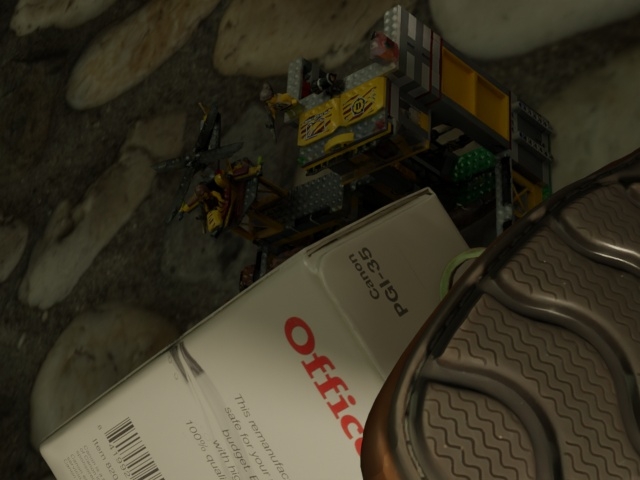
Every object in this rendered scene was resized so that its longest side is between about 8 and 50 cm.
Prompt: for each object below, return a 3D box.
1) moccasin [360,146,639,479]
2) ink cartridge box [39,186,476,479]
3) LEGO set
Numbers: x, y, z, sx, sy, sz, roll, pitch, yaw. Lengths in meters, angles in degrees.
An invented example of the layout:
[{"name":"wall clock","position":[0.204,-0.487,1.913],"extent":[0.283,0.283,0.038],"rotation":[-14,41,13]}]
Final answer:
[{"name":"moccasin","position":[0.144,0.023,0.530],"extent":[0.380,0.139,0.147],"rotation":[-40,-6,-44]},{"name":"ink cartridge box","position":[-0.003,0.131,0.661],"extent":[0.283,0.117,0.207],"rotation":[-36,85,43]},{"name":"LEGO set","position":[0.000,0.000,0.790],"extent":[0.331,0.192,0.254],"rotation":[-12,59,44]}]
